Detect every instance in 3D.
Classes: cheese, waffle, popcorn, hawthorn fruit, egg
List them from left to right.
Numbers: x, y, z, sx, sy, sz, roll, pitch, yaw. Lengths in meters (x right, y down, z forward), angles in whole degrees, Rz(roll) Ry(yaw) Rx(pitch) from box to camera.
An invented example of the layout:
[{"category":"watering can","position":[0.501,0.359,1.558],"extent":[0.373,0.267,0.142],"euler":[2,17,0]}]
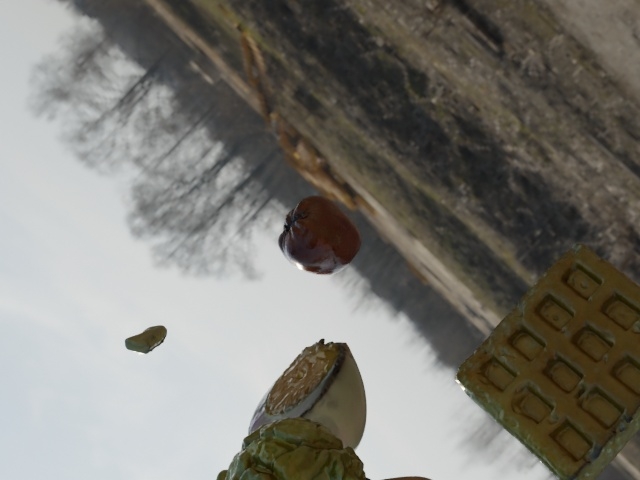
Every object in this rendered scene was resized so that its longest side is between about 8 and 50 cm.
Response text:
[{"category":"cheese","position":[-0.259,0.147,1.426],"extent":[0.044,0.030,0.083],"euler":[7,-167,9]},{"category":"popcorn","position":[-0.011,0.282,1.054],"extent":[0.195,0.168,0.173],"euler":[33,-159,-15]},{"category":"egg","position":[-0.005,0.344,1.926],"extent":[0.174,0.264,0.286],"euler":[45,-170,-17]},{"category":"hawthorn fruit","position":[0.000,0.000,1.649],"extent":[0.138,0.132,0.133],"euler":[25,-170,-24]},{"category":"waffle","position":[0.318,0.153,1.193],"extent":[0.221,0.248,0.055],"euler":[44,-177,43]}]

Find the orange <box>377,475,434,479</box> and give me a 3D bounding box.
[{"category":"orange","position":[0.128,0.512,1.598],"extent":[0.261,0.261,0.261],"euler":[44,-178,-2]}]
